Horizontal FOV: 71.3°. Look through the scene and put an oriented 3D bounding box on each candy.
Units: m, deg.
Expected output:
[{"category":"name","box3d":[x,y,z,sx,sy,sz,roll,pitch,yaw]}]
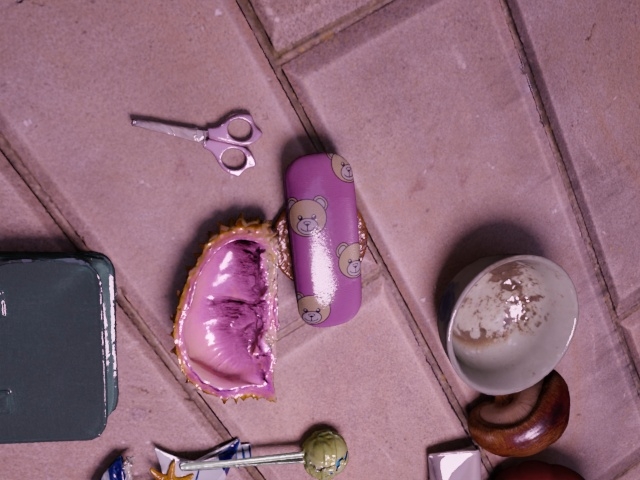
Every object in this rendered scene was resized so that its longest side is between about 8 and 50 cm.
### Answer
[{"category":"candy","box3d":[-0.106,0.435,0.886,0.336,0.092,0.093,4,129,-16]}]

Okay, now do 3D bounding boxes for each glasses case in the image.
[{"category":"glasses case","box3d":[0.006,0.004,0.795,0.123,0.076,0.316,-8,104,-13]},{"category":"glasses case","box3d":[0.301,0.616,1.019,0.128,0.083,0.307,2,88,-2]}]

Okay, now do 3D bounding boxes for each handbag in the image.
[{"category":"handbag","box3d":[-0.471,0.178,0.741,0.239,0.089,0.326,0,102,-13]}]

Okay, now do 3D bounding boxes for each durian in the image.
[{"category":"durian","box3d":[-0.164,0.120,0.797,0.191,0.112,0.341,0,94,-5]}]

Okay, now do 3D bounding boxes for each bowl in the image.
[{"category":"bowl","box3d":[0.350,0.149,0.907,0.290,0.146,0.289,-4,104,-15]}]

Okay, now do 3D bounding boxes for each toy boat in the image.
[{"category":"toy boat","box3d":[-0.275,0.474,0.883,0.291,0.067,0.220,-22,108,-20]}]

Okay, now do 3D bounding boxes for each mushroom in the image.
[{"category":"mushroom","box3d":[0.433,0.376,0.954,0.231,0.194,0.138,-38,108,8]}]

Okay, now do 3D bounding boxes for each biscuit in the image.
[{"category":"biscuit","box3d":[0.000,0.000,0.848,0.188,0.027,0.187,-3,101,-13]}]

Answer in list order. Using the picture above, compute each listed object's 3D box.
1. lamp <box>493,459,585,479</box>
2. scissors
[{"category":"lamp","box3d":[0.513,0.658,0.998,0.303,0.257,0.303,-1,86,21]},{"category":"scissors","box3d":[-0.208,-0.178,0.759,0.212,0.021,0.110,9,103,-16]}]
